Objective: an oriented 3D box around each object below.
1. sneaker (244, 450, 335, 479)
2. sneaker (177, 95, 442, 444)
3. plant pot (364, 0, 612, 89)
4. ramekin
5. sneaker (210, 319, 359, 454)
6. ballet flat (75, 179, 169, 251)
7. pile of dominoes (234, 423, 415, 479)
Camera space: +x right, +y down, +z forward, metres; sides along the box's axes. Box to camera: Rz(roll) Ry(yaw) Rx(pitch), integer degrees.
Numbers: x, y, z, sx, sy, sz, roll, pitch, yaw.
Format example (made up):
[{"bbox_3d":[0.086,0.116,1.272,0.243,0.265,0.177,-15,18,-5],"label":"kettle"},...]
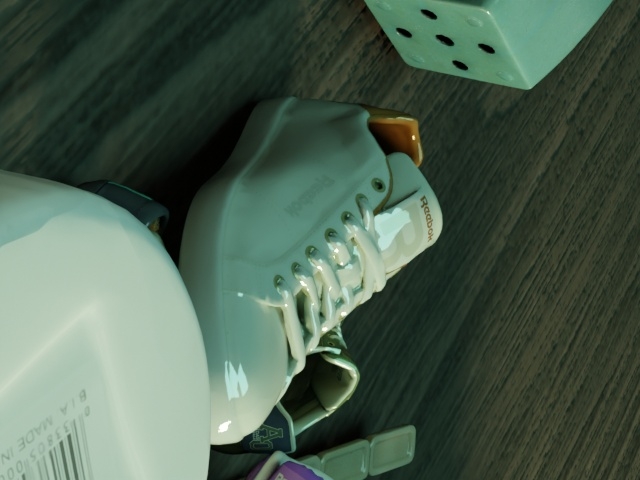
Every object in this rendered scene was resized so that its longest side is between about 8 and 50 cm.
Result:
[{"bbox_3d":[-0.065,0.193,0.869,0.161,0.102,0.282,-61,164,20],"label":"sneaker"},{"bbox_3d":[0.000,0.000,0.893,0.290,0.123,0.106,-73,158,-52],"label":"sneaker"},{"bbox_3d":[0.132,-0.236,1.127,0.234,0.165,0.166,-65,148,-15],"label":"plant pot"},{"bbox_3d":[-0.164,0.094,0.681,0.277,0.135,0.277,-21,114,-58],"label":"ramekin"},{"bbox_3d":[-0.009,0.079,1.009,0.192,0.086,0.064,-42,132,-50],"label":"sneaker"},{"bbox_3d":[-0.103,0.070,0.844,0.074,0.074,0.203,-16,110,-59],"label":"ballet flat"},{"bbox_3d":[-0.014,0.237,1.116,0.251,0.040,0.196,-8,105,-52],"label":"pile of dominoes"}]
